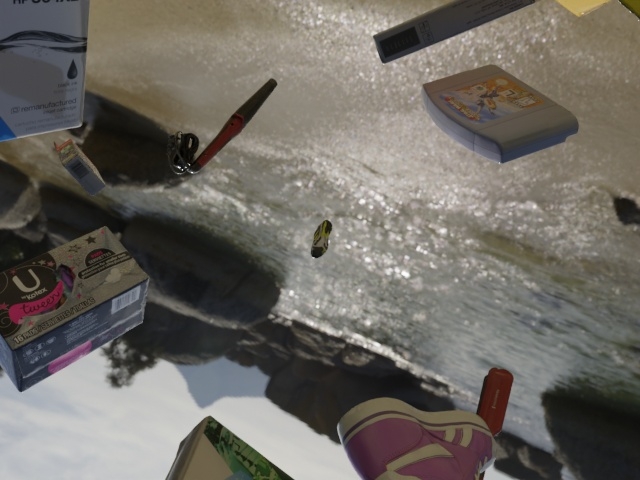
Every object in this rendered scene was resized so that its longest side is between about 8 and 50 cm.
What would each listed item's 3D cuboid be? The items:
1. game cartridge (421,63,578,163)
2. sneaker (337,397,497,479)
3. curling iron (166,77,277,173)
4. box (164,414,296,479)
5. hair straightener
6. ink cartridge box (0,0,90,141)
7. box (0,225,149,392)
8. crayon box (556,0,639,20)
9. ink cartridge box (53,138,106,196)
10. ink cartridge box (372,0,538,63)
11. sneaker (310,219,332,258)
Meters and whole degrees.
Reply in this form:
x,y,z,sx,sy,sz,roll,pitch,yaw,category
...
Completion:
x,y,z,sx,sy,sz,roll,pitch,yaw,category
0.333,-0.258,1.272,0.297,0.198,0.062,-124,24,-48,game cartridge
0.140,0.277,0.715,0.282,0.102,0.161,21,-153,-45,sneaker
-0.148,-0.196,1.042,0.035,0.274,0.068,-13,117,48,curling iron
-0.018,0.328,0.555,0.322,0.058,0.232,42,-159,-11,box
0.256,0.318,0.999,0.047,0.230,0.089,11,157,8,hair straightener
-0.296,-0.198,0.579,0.086,0.148,0.203,41,132,26,ink cartridge box
-0.443,0.111,1.107,0.142,0.247,0.163,45,141,17,box
0.290,-0.413,0.749,0.318,0.202,0.081,33,179,-8,crayon box
-0.360,-0.116,0.958,0.115,0.029,0.063,44,170,51,ink cartridge box
0.260,-0.405,1.144,0.275,0.239,0.060,-14,105,33,ink cartridge box
0.000,0.000,1.282,0.031,0.083,0.035,29,159,-17,sneaker
